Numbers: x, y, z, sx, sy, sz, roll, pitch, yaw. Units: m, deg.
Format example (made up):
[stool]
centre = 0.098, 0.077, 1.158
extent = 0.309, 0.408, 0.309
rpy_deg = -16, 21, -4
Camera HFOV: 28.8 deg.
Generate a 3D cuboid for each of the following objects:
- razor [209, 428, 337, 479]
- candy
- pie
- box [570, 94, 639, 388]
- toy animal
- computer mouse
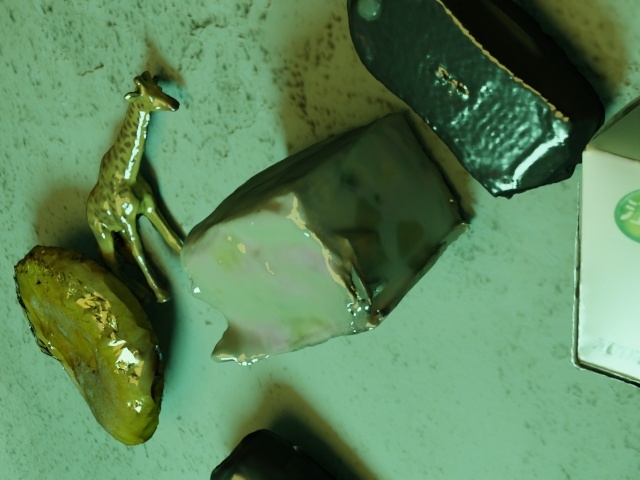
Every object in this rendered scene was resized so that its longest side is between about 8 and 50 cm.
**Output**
[razor]
centre = 0.008, 0.353, 1.318
extent = 0.327, 0.107, 0.189
rpy_deg = 46, 137, 8
[candy]
centre = 0.000, 0.000, 1.041
extent = 0.195, 0.185, 0.137
rpy_deg = -22, 105, 47
[pie]
centre = -0.260, 0.119, 1.409
extent = 0.273, 0.069, 0.273
rpy_deg = 35, 142, 33
[box]
centre = 0.335, 0.026, 0.781
extent = 0.332, 0.145, 0.173
rpy_deg = 19, 129, 34
[toy animal]
centre = -0.187, -0.048, 1.275
extent = 0.149, 0.054, 0.276
rpy_deg = 15, 124, 32
[computer mouse]
centre = 0.115, -0.128, 0.932
extent = 0.217, 0.073, 0.122
rpy_deg = 46, 140, 0
